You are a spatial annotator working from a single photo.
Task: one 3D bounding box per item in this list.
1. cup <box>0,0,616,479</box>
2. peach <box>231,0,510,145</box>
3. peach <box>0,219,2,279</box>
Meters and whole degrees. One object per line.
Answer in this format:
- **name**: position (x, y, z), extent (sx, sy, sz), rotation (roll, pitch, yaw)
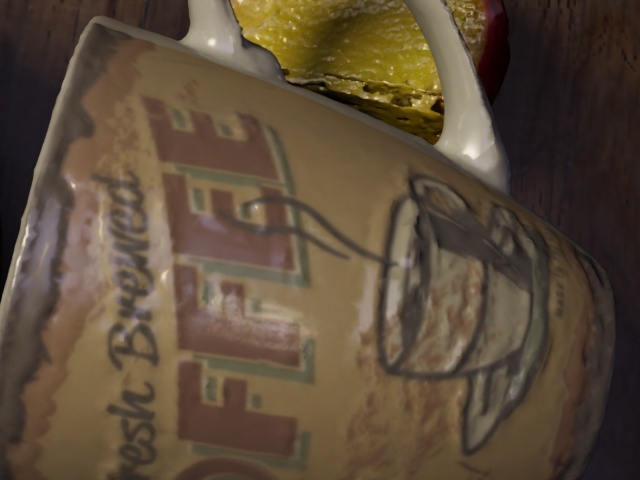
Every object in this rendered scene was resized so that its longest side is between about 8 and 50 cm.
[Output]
- **cup**: position (0.000, 0.000, 0.567), extent (0.257, 0.227, 0.301), rotation (13, 94, -11)
- **peach**: position (0.016, -0.099, 0.664), extent (0.172, 0.092, 0.127), rotation (-12, 75, 1)
- **peach**: position (-0.287, -0.024, 0.486), extent (0.301, 0.343, 0.343), rotation (-14, 79, 1)
